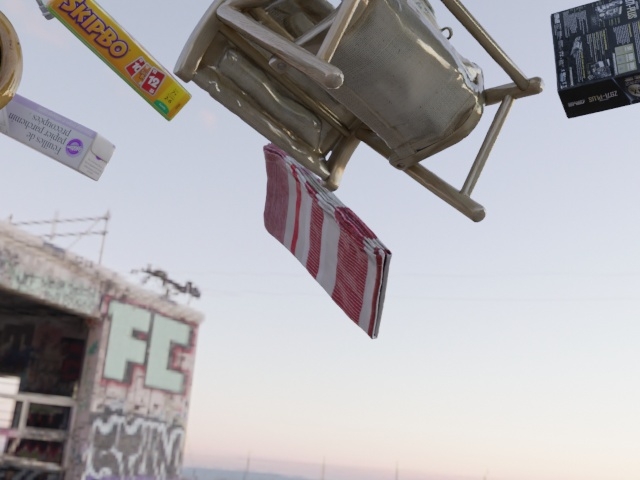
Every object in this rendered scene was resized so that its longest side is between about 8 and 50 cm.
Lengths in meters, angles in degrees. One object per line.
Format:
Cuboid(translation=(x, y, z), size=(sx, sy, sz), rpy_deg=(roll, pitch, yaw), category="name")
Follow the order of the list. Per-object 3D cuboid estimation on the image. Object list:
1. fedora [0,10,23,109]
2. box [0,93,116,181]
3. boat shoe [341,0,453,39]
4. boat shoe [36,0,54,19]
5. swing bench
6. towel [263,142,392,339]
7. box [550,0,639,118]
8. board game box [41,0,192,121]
Cuboid(translation=(-0.510, -0.250, 1.134), size=(0.194, 0.194, 0.079), rpy_deg=(18, -21, -34), category="fedora")
Cuboid(translation=(-0.463, -0.187, 1.249), size=(0.324, 0.063, 0.067), rpy_deg=(26, -5, 18), category="box")
Cuboid(translation=(0.113, -0.314, 1.136), size=(0.089, 0.285, 0.104), rpy_deg=(-28, -7, -39), category="boat shoe")
Cuboid(translation=(-0.418, -0.518, 1.565), size=(0.118, 0.320, 0.103), rpy_deg=(5, -57, 37), category="boat shoe")
Cuboid(translation=(0.037, -0.163, 0.833), size=(0.254, 0.165, 0.253), rpy_deg=(16, -13, 48), category="swing bench")
Cuboid(translation=(0.000, 0.000, 1.442), size=(0.037, 0.329, 0.237), rpy_deg=(-28, -35, -25), category="towel")
Cuboid(translation=(0.467, -0.307, 1.360), size=(0.147, 0.180, 0.077), rpy_deg=(-12, -35, 25), category="box")
Cuboid(translation=(-0.193, -0.183, 0.723), size=(0.124, 0.039, 0.259), rpy_deg=(43, -2, -30), category="board game box")
